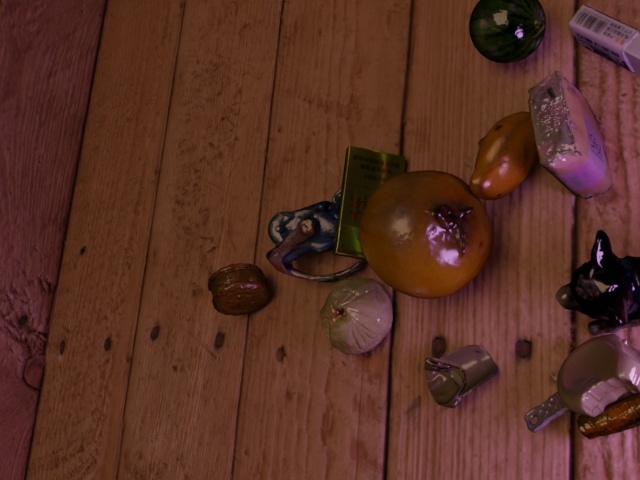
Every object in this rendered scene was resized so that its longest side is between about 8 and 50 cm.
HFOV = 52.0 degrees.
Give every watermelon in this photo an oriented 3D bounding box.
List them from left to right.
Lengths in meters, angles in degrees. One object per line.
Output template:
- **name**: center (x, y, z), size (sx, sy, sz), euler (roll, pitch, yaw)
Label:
- **watermelon**: center (0.488, -0.552, 1.682), size (0.214, 0.188, 0.188), euler (10, 83, 53)

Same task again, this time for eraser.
- **eraser**: center (0.696, -0.465, 1.540), size (0.068, 0.124, 0.210), euler (-52, 53, 13)

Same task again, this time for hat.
- **hat**: center (0.352, 0.342, 1.618), size (0.175, 0.085, 0.147), euler (-24, 49, 5)

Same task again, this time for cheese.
- **cheese**: center (0.560, 0.323, 1.418), size (0.286, 0.082, 0.163), euler (-46, 22, 19)

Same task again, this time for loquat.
- **loquat**: center (0.251, -0.014, 1.651), size (0.359, 0.328, 0.329), euler (139, 133, -66)

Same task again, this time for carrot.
- **carrot**: center (0.661, 0.349, 1.371), size (0.260, 0.070, 0.070), euler (-32, 60, 27)

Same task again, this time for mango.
- **mango**: center (0.446, -0.203, 1.596), size (0.262, 0.157, 0.109), euler (-46, 40, -11)

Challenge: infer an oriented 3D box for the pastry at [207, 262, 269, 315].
- **pastry**: center (-0.257, 0.155, 2.056), size (0.188, 0.188, 0.103), euler (-35, 51, 25)

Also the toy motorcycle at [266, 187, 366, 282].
- **toy motorcycle**: center (0.007, -0.005, 1.935), size (0.319, 0.241, 0.182), euler (-20, 21, 19)

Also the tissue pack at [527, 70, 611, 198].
- **tissue pack**: center (0.561, -0.231, 1.492), size (0.123, 0.256, 0.215), euler (-20, 65, 35)

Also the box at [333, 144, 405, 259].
- **box**: center (0.139, -0.100, 1.844), size (0.043, 0.172, 0.311), euler (147, 132, -74)

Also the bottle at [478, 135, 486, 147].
- **bottle**: center (0.479, -0.271, 1.696), size (0.140, 0.053, 0.053), euler (-31, 60, 26)

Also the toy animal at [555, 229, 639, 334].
- **toy animal**: center (0.641, 0.081, 1.312), size (0.344, 0.302, 0.194), euler (-14, 66, 33)

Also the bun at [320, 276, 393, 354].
- **bun**: center (0.084, 0.202, 1.810), size (0.220, 0.134, 0.221), euler (-10, 72, 34)
